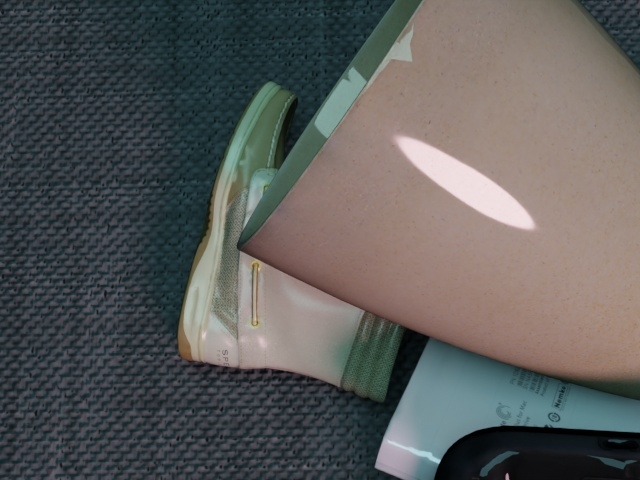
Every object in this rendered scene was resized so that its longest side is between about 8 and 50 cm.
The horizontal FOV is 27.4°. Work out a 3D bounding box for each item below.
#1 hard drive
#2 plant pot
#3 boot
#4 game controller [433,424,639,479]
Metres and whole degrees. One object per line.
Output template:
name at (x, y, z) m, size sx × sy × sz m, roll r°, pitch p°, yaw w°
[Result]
hard drive at (0.212, 0.129, 0.865) m, size 0.308 × 0.040 × 0.203 m, roll 22°, pitch 42°, yaw 9°
plant pot at (0.130, -0.023, 0.825) m, size 0.274 × 0.256 × 0.256 m, roll 35°, pitch 75°, yaw -6°
boot at (0.000, 0.000, 0.948) m, size 0.165 × 0.077 × 0.213 m, roll 13°, pitch 77°, yaw 7°
game controller at (0.220, 0.193, 0.749) m, size 0.319 × 0.067 × 0.166 m, roll 1°, pitch 92°, yaw 16°
